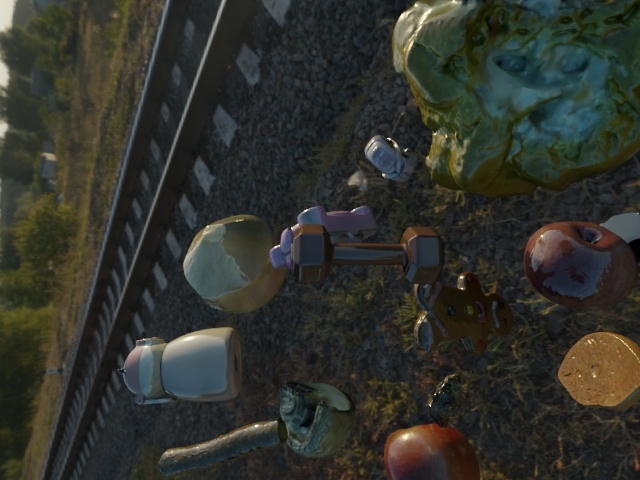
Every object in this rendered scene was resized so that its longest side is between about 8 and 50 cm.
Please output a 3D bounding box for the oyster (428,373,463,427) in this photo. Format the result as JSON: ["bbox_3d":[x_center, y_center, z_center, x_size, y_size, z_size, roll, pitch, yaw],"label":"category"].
[{"bbox_3d":[0.414,0.515,1.323,0.177,0.105,0.056,-52,12,-23],"label":"oyster"}]

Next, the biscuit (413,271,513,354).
[{"bbox_3d":[0.497,0.237,1.367,0.064,0.432,0.283,148,128,-59],"label":"biscuit"}]

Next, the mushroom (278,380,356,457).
[{"bbox_3d":[-0.011,0.507,1.158,0.267,0.190,0.164,1,77,51],"label":"mushroom"}]

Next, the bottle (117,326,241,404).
[{"bbox_3d":[-0.291,0.263,0.854,0.147,0.237,0.147,176,90,-87],"label":"bottle"}]

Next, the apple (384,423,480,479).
[{"bbox_3d":[0.411,0.837,1.515,0.348,0.349,0.276,-41,47,44],"label":"apple"}]

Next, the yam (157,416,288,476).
[{"bbox_3d":[-0.251,0.534,1.055,0.357,0.081,0.081,-20,65,12],"label":"yam"}]

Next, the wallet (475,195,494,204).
[{"bbox_3d":[0.315,-0.243,0.806,0.321,0.170,0.044,61,172,-9],"label":"wallet"}]

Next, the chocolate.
[{"bbox_3d":[1.049,0.054,1.388,0.340,0.210,0.225,110,164,-55],"label":"chocolate"}]

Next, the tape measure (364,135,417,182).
[{"bbox_3d":[0.255,-0.298,1.485,0.197,0.236,0.120,37,116,0],"label":"tape measure"}]

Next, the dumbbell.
[{"bbox_3d":[0.070,0.021,0.629,0.092,0.231,0.082,97,173,-47],"label":"dumbbell"}]

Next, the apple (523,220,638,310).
[{"bbox_3d":[0.796,0.068,1.263,0.305,0.306,0.235,48,145,45],"label":"apple"}]

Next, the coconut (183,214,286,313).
[{"bbox_3d":[-0.289,0.077,1.401,0.353,0.353,0.352,-9,79,54],"label":"coconut"}]

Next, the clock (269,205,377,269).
[{"bbox_3d":[0.000,0.000,1.055,0.248,0.228,0.090,-35,67,44],"label":"clock"}]

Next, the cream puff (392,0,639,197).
[{"bbox_3d":[0.257,-0.205,0.577,0.274,0.323,0.269,-79,-8,-56],"label":"cream puff"}]

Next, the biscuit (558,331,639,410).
[{"bbox_3d":[0.528,0.243,0.768,0.220,0.029,0.141,108,175,-67],"label":"biscuit"}]
